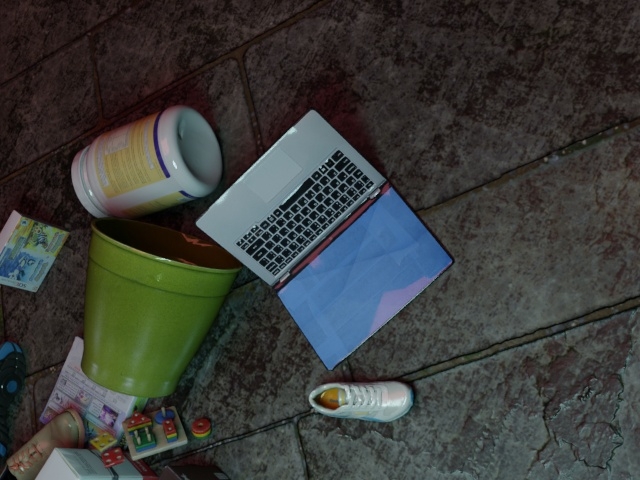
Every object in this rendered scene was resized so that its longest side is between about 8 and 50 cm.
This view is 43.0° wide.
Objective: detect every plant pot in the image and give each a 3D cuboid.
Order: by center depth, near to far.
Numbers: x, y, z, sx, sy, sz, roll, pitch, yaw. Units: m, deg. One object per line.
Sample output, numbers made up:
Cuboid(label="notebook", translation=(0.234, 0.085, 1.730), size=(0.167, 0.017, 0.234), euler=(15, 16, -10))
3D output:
Cuboid(label="plant pot", translation=(-0.412, 0.169, 1.934), size=(0.366, 0.366, 0.353), euler=(23, 99, 32))

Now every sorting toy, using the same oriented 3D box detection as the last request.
Cuboid(label="sorting toy", translation=(-0.406, 0.446, 1.926), size=(0.275, 0.046, 0.132), euler=(-14, 32, -17))

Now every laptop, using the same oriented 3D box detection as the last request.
Cuboid(label="laptop", translation=(0.000, 0.000, 1.803), size=(0.382, 0.408, 0.236), euler=(-43, 26, 11))

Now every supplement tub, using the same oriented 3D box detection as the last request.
Cuboid(label="supplement tub", translation=(-0.447, -0.191, 2.095), size=(0.331, 0.241, 0.241), euler=(-15, 69, 24))

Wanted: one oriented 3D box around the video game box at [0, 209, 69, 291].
Cuboid(label="video game box", translation=(-0.827, 0.035, 2.273), size=(0.048, 0.187, 0.205), euler=(31, 92, 28))

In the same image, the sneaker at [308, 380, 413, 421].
Cuboid(label="sneaker", translation=(0.086, 0.342, 1.731), size=(0.229, 0.092, 0.087), euler=(-10, 69, 25))

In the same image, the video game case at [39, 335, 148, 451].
Cuboid(label="video game case", translation=(-0.577, 0.412, 2.097), size=(0.269, 0.061, 0.244), euler=(23, 87, 32))

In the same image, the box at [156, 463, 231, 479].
Cuboid(label="box", translation=(-0.346, 0.695, 1.813), size=(0.143, 0.191, 0.381), euler=(33, 94, 32))

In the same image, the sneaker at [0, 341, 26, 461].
Cuboid(label="sneaker", translation=(-0.923, 0.444, 2.245), size=(0.140, 0.125, 0.340), euler=(2, 75, 34))

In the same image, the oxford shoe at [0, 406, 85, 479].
Cuboid(label="oxford shoe", translation=(-0.706, 0.552, 2.039), size=(0.123, 0.130, 0.348), euler=(49, 119, 22))

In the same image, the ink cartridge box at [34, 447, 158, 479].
Cuboid(label="ink cartridge box", translation=(-0.546, 0.600, 1.900), size=(0.114, 0.273, 0.197), euler=(35, 94, 32))
